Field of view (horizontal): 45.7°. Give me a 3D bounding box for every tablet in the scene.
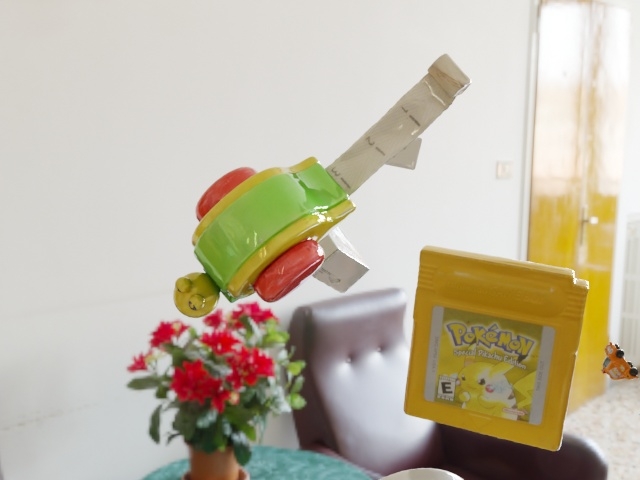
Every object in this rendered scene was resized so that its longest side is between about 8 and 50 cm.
[{"bbox_3d":[0.119,-0.147,1.231,0.083,0.054,0.006,13,-3,17],"label":"tablet"}]

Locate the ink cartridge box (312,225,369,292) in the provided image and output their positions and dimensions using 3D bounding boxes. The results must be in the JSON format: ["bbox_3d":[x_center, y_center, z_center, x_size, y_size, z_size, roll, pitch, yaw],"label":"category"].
[{"bbox_3d":[0.000,0.000,1.218,0.109,0.063,0.150,32,20,-53],"label":"ink cartridge box"}]

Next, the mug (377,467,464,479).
[{"bbox_3d":[0.154,0.609,1.187,0.276,0.374,0.328,27,19,-28],"label":"mug"}]

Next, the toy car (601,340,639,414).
[{"bbox_3d":[0.408,0.186,1.012,0.040,0.060,0.122,-37,19,13],"label":"toy car"}]

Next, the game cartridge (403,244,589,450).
[{"bbox_3d":[0.296,0.186,1.323,0.285,0.324,0.052,10,20,19],"label":"game cartridge"}]

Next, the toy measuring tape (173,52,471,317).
[{"bbox_3d":[-0.006,-0.047,0.651,0.330,0.121,0.121,-41,5,6],"label":"toy measuring tape"}]
